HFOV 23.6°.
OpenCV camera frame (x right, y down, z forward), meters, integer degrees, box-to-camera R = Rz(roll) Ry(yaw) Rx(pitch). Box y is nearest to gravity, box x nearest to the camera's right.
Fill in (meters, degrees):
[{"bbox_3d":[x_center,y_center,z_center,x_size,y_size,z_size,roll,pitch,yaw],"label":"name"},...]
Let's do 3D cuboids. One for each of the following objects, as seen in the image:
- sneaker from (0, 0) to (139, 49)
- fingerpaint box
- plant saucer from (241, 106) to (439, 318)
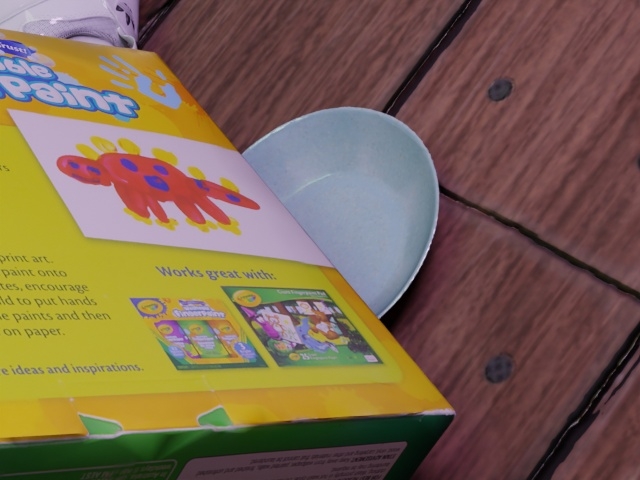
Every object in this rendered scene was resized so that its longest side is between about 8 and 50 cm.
[{"bbox_3d":[-0.300,-0.142,1.259,0.366,0.137,0.210,-22,50,15],"label":"sneaker"},{"bbox_3d":[-0.207,0.033,0.859,0.371,0.445,0.163,50,120,33],"label":"fingerpaint box"},{"bbox_3d":[0.000,0.000,1.054,0.195,0.037,0.195,-16,55,24],"label":"plant saucer"}]
